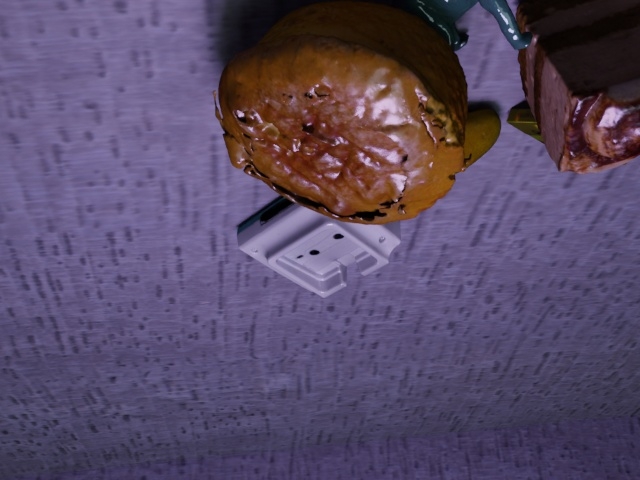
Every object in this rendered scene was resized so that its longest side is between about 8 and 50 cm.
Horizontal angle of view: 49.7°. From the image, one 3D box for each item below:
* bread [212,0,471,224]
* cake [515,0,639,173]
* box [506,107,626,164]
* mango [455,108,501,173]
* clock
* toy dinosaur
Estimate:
[{"bbox_3d":[0.035,-0.180,1.006,0.358,0.204,0.337,-3,136,36],"label":"bread"},{"bbox_3d":[0.417,-0.222,0.996,0.196,0.293,0.199,-16,144,5],"label":"cake"},{"bbox_3d":[0.437,-0.183,1.218,0.193,0.030,0.121,19,180,-32],"label":"box"},{"bbox_3d":[0.208,-0.169,1.213,0.227,0.099,0.136,-15,138,-2],"label":"mango"},{"bbox_3d":[0.000,0.000,1.396,0.262,0.116,0.231,-32,137,29],"label":"clock"},{"bbox_3d":[0.132,-0.369,0.935,0.330,0.130,0.383,34,130,-29],"label":"toy dinosaur"}]
